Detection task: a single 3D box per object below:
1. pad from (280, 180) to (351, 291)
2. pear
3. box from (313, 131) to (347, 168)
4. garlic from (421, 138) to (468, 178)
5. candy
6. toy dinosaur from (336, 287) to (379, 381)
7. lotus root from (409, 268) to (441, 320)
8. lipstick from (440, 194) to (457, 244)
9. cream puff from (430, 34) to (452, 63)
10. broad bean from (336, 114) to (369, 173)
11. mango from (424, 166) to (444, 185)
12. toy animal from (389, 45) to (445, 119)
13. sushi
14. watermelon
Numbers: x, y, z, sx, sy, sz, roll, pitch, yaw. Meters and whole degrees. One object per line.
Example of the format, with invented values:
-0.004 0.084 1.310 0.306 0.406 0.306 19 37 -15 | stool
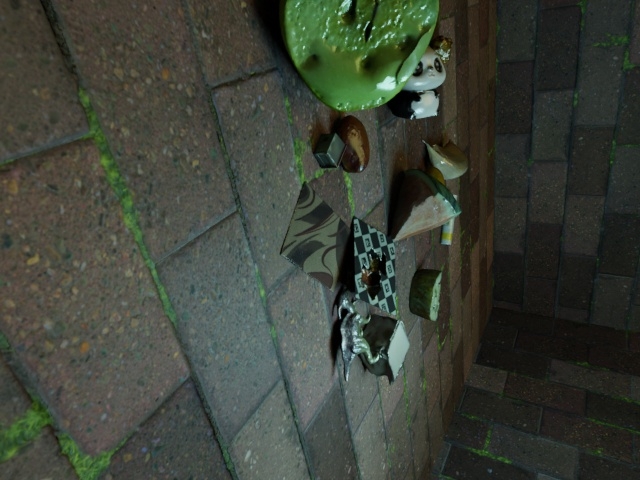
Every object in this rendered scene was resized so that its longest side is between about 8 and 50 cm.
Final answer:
0.000 0.000 1.289 0.330 0.004 0.220 41 62 -54 | pad
0.072 -0.465 1.063 0.239 0.342 0.318 -98 -171 -45 | pear
0.025 -0.250 1.230 0.063 0.060 0.085 46 58 -47 | box
0.564 -0.372 2.065 0.338 0.151 0.196 -16 83 -49 | garlic
0.231 0.392 1.627 0.185 0.137 0.195 -59 140 -35 | candy
0.107 0.303 1.463 0.162 0.077 0.295 -6 82 -50 | toy dinosaur
0.481 0.251 2.034 0.138 0.118 0.235 -6 103 -59 | lotus root
0.677 -0.111 2.343 0.059 0.059 0.264 10 87 -59 | lipstick
0.514 -0.816 1.902 0.122 0.094 0.116 -35 132 -80 | cream puff
0.092 -0.283 1.310 0.114 0.084 0.165 -42 124 -45 | broad bean
0.467 -0.201 1.920 0.138 0.113 0.254 53 54 -49 | mango
0.334 -0.552 1.548 0.187 0.165 0.235 -16 130 -23 | toy animal
0.169 0.092 1.530 0.294 0.059 0.293 29 56 -48 | sushi
0.425 -0.100 1.723 0.283 0.250 0.293 -111 -140 -75 | watermelon
